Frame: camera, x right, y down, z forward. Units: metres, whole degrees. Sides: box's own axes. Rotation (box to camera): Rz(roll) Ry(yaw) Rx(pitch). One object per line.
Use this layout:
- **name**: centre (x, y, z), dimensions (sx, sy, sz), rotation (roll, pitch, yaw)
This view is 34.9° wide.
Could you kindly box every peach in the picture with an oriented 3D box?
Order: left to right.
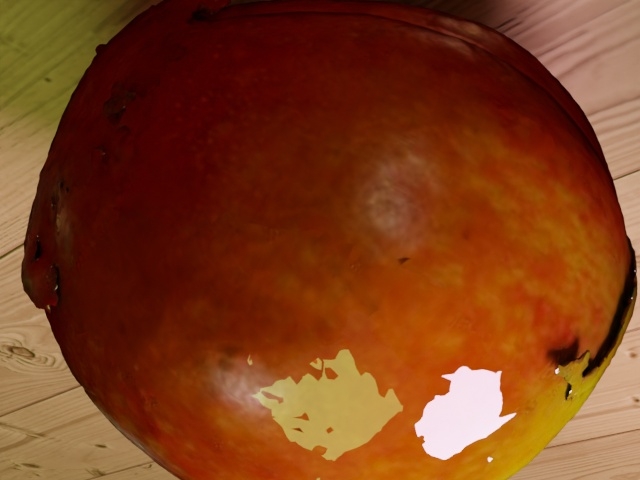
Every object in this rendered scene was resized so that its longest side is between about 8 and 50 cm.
- **peach**: centre (0.000, 0.000, 0.647), dimensions (0.370, 0.370, 0.370), rotation (5, 150, 3)
